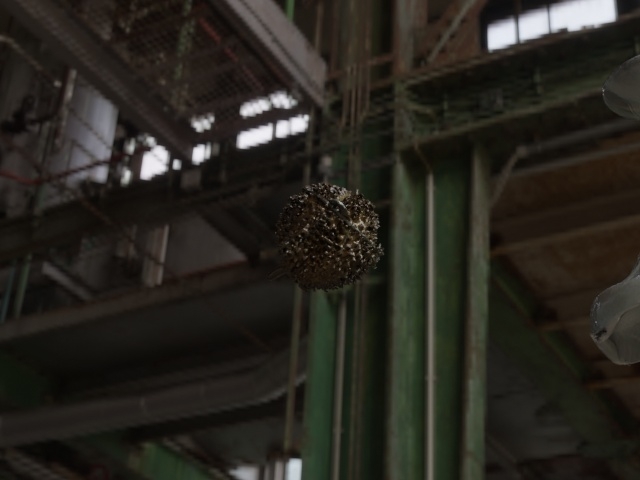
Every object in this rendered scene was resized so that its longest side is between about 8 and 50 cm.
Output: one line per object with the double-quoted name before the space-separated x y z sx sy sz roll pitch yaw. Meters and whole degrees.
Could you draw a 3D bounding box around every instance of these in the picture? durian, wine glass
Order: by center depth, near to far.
"wine glass" 0.255 -0.020 0.794 0.165 0.196 0.165 -1 -20 0
"durian" 0.000 0.000 0.813 0.091 0.080 0.080 -31 -34 -6
